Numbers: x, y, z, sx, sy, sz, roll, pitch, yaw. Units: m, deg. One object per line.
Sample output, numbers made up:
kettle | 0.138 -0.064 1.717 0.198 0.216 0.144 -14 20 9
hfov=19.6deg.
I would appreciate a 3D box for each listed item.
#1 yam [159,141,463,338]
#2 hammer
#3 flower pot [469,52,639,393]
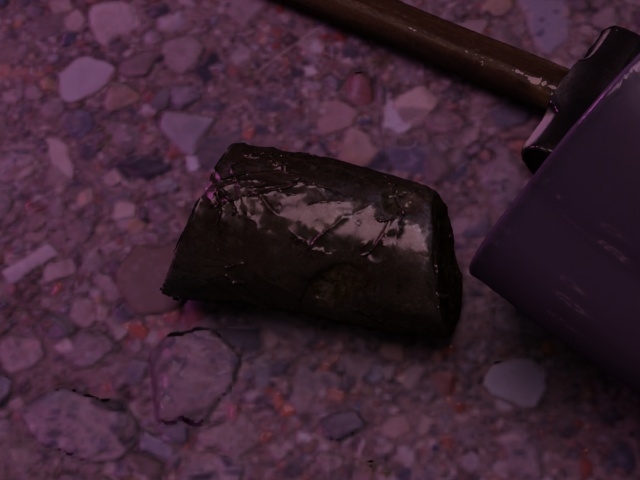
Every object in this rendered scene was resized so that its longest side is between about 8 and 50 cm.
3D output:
yam | 0.000 0.000 1.138 0.183 0.107 0.107 12 62 10
hammer | 0.040 -0.148 1.259 0.365 0.043 0.111 25 66 21
flower pot | 0.258 -0.001 1.038 0.243 0.265 0.265 41 70 7
